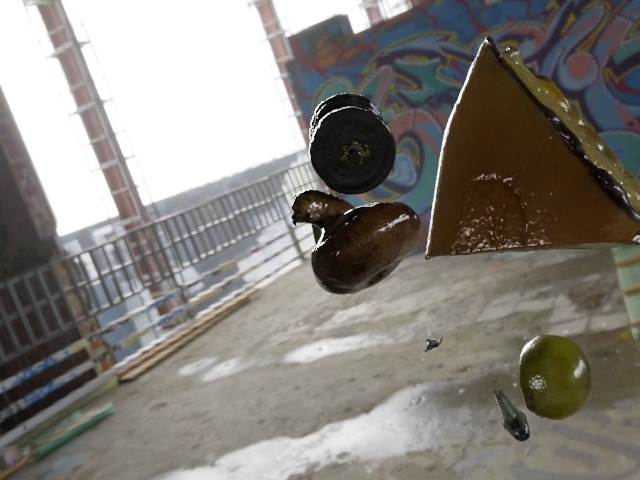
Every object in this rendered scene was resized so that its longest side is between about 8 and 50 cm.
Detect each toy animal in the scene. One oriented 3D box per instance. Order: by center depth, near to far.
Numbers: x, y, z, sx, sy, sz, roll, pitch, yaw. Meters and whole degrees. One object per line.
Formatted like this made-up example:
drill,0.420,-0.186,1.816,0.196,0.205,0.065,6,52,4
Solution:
toy animal,0.267,0.251,1.720,0.050,0.028,0.084,-22,-12,-17

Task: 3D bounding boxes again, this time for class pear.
pear,0.388,0.221,1.145,0.104,0.141,0.141,-5,15,36

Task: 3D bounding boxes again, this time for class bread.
bread,0.176,-0.054,0.502,0.160,0.169,0.140,14,8,35

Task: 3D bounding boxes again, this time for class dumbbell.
dumbbell,0.065,-0.223,1.585,0.185,0.185,0.388,-20,17,5

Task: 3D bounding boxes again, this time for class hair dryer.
hair dryer,0.497,0.441,1.953,0.067,0.199,0.167,-33,20,6

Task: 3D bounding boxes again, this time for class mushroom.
mushroom,0.084,-0.007,1.476,0.267,0.254,0.267,-21,11,4

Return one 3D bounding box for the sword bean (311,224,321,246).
sword bean,0.000,0.001,1.754,0.043,0.269,0.038,9,-33,-44
